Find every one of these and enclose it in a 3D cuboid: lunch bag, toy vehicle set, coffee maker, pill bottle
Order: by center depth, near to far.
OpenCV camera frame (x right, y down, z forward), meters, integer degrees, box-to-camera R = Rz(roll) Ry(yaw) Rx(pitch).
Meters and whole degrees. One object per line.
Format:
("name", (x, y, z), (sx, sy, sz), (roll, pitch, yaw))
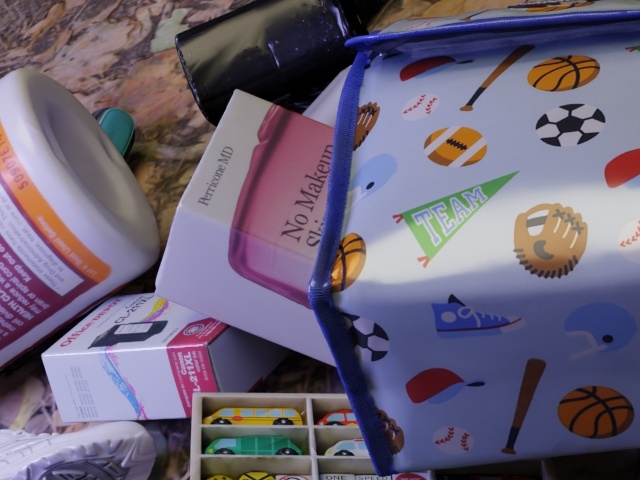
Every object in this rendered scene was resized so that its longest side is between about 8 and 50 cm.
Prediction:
("lunch bag", (0.181, -0.050, 1.355), (0.328, 0.239, 0.385), (-5, 40, 15))
("toy vehicle set", (0.036, 0.167, 1.376), (0.267, 0.035, 0.166), (1, 23, -5))
("pill bottle", (-0.367, 0.033, 1.750), (0.392, 0.224, 0.224), (-33, 36, 10))
("coffee maker", (-0.051, -0.200, 1.871), (0.178, 0.171, 0.120), (-24, 54, 10))

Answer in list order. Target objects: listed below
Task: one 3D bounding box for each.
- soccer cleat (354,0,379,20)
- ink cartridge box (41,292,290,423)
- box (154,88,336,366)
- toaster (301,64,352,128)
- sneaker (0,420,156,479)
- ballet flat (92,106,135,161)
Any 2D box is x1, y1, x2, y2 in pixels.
("soccer cleat", (0.062, -0.290, 1.995), (0.072, 0.060, 0.179), (4, 47, 20))
("ink cartridge box", (-0.136, 0.099, 1.633), (0.175, 0.072, 0.127), (-5, 21, 28))
("box", (0.000, 0.000, 1.554), (0.232, 0.127, 0.148), (22, 51, 1))
("toaster", (0.077, -0.082, 1.688), (0.227, 0.129, 0.146), (3, 46, 38))
("sneaker", (-0.251, 0.196, 1.623), (0.232, 0.090, 0.115), (-21, 35, 10))
("ballet flat", (-0.249, -0.048, 1.922), (0.074, 0.074, 0.203), (-2, 52, 32))
